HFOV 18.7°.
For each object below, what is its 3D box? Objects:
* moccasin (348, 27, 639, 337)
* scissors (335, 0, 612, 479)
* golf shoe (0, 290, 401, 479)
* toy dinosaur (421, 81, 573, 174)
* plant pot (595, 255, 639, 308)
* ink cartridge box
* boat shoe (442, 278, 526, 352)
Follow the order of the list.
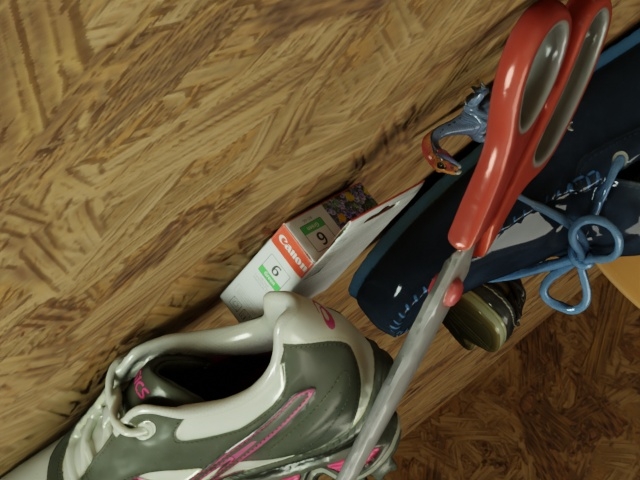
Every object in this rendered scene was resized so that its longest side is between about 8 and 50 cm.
[{"bbox_3d":[0.177,-0.041,1.220,0.342,0.117,0.138,-37,171,-6],"label":"moccasin"},{"bbox_3d":[0.076,0.010,0.982,0.109,0.021,0.297,-5,118,-67],"label":"scissors"},{"bbox_3d":[-0.095,0.105,1.021,0.273,0.105,0.120,-27,136,11],"label":"golf shoe"},{"bbox_3d":[0.092,-0.061,1.043,0.082,0.047,0.090,-20,-178,0],"label":"toy dinosaur"},{"bbox_3d":[0.354,-0.056,1.442,0.291,0.291,0.203,-27,150,-52],"label":"plant pot"},{"bbox_3d":[0.000,0.000,1.011,0.063,0.029,0.115,-29,167,-42],"label":"ink cartridge box"},{"bbox_3d":[0.145,0.051,1.738,0.073,0.080,0.223,-43,177,-5],"label":"boat shoe"}]
